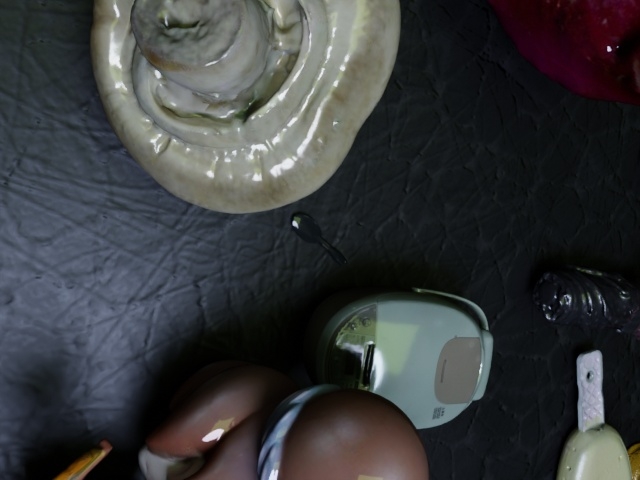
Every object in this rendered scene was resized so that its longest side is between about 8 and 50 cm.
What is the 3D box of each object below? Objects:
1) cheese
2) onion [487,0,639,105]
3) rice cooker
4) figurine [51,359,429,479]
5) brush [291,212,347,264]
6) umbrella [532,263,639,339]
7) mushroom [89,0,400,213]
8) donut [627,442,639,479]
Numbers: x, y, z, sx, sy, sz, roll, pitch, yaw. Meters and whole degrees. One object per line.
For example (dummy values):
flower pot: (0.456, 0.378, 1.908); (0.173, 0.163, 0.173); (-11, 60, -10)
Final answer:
cheese: (0.373, 0.272, 0.867); (0.127, 0.050, 0.256); (-9, 101, -24)
onion: (0.380, -0.336, 0.648); (0.420, 0.398, 0.399); (-18, 106, -53)
rice cooker: (0.080, 0.117, 0.666); (0.206, 0.127, 0.145); (6, 95, -30)
figurine: (-0.118, 0.248, 0.527); (0.388, 0.277, 0.248); (-33, 66, -22)
brush: (0.000, 0.000, 0.674); (0.083, 0.008, 0.024); (41, 78, -25)
umbrella: (0.413, 0.086, 0.839); (0.325, 0.090, 0.094); (9, 71, -26)
mushroom: (-0.061, -0.150, 0.486); (0.253, 0.234, 0.260); (-24, 103, 6)
donut: (0.463, 0.343, 0.927); (0.083, 0.038, 0.067); (-38, 108, -14)
